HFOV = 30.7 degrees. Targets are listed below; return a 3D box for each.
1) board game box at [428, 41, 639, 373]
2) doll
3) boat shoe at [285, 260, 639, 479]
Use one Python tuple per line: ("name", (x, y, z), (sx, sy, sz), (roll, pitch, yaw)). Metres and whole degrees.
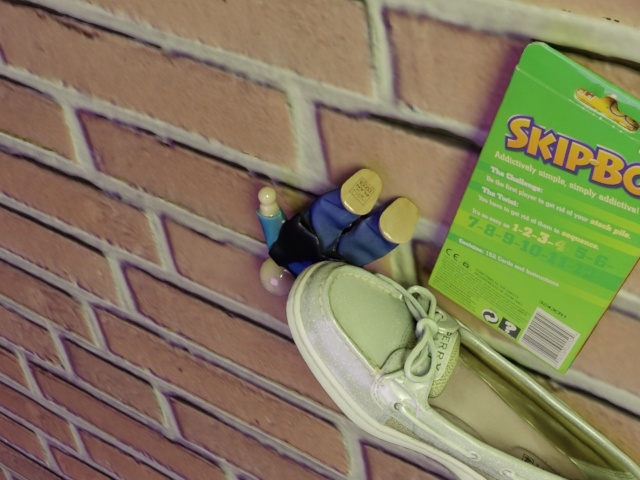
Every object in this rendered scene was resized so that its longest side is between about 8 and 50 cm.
("board game box", (0.158, -0.018, 0.782), (0.124, 0.039, 0.259), (34, 147, 14))
("doll", (0.000, 0.000, 0.954), (0.129, 0.046, 0.189), (37, 147, -10))
("boat shoe", (0.114, 0.120, 0.905), (0.320, 0.118, 0.103), (42, 135, -8))
